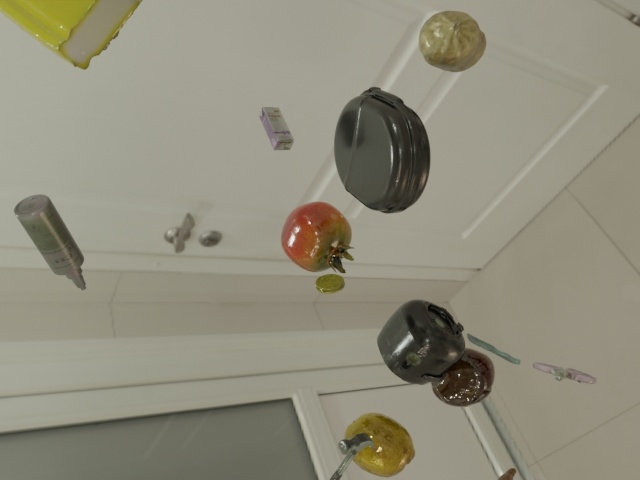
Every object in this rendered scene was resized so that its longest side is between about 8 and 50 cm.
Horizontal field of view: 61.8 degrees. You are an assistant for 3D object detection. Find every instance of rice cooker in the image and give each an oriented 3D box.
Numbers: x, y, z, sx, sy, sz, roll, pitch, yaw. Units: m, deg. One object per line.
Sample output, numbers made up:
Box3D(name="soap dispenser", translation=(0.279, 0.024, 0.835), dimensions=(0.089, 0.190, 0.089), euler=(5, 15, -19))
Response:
Box3D(name="rice cooker", translation=(0.341, 0.333, 1.785), dimensions=(0.224, 0.267, 0.267), euler=(-52, 46, 23))

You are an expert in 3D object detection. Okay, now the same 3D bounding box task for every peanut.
Box3D(name="peanut", translation=(0.306, -0.455, 1.226), dimensions=(0.129, 0.224, 0.129), euler=(8, 106, 29))

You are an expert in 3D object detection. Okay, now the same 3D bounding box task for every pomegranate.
Box3D(name="pomegranate", translation=(0.000, 0.000, 1.653), dimensions=(0.257, 0.220, 0.221), euler=(46, 125, 29))

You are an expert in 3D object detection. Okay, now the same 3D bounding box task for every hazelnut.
Box3D(name="hazelnut", translation=(0.508, 0.481, 1.927), dimensions=(0.233, 0.218, 0.218), euler=(-26, 62, 22))

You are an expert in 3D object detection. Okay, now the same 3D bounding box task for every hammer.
Box3D(name="hammer", translation=(0.037, 0.497, 1.127), dimensions=(0.029, 0.103, 0.247), euler=(46, 121, 38))

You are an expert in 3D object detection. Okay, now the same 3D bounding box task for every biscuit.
Box3D(name="biscuit", translation=(0.027, 0.121, 1.508), dimensions=(0.084, 0.083, 0.023), euler=(28, 133, 53))

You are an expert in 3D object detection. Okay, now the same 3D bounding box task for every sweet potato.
Box3D(name="sweet potato", translation=(0.598, 0.844, 1.726), dimensions=(0.066, 0.314, 0.072), euler=(-12, 105, 23))

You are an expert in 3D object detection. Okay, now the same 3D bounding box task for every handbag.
Box3D(name="handbag", translation=(0.125, -0.198, 1.185), dimensions=(0.308, 0.092, 0.254), euler=(-133, 41, -52))

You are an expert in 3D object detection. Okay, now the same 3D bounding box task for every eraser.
Box3D(name="eraser", translation=(-0.403, -0.380, 0.837), dimensions=(0.226, 0.069, 0.158), euler=(37, 89, 23))

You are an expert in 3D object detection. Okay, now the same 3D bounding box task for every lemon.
Box3D(name="lemon", translation=(0.172, 0.595, 1.562), dimensions=(0.207, 0.170, 0.170), euler=(27, 113, 15))

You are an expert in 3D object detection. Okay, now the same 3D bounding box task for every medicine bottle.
Box3D(name="medicine bottle", translation=(-0.437, 0.016, 0.896), dimensions=(0.058, 0.057, 0.199), euler=(54, 160, 44))

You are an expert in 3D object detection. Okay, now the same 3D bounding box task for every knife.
Box3D(name="knife", translation=(0.596, 0.377, 1.849), dimensions=(0.028, 0.210, 0.015), euler=(-65, -2, 40))

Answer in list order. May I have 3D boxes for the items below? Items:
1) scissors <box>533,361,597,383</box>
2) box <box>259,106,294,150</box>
Box3D(name="scissors", translation=(0.422, 0.231, 0.934), dimensions=(0.110, 0.212, 0.021), euler=(9, 83, 29))
Box3D(name="box", translation=(-0.110, -0.278, 1.325), dimensions=(0.036, 0.050, 0.117), euler=(-54, 54, 48))
